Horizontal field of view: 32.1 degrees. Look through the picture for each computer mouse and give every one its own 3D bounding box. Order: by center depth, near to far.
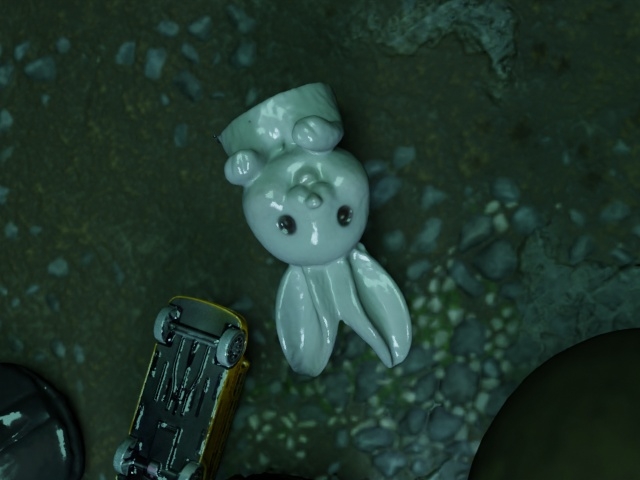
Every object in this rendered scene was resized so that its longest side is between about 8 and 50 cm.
[{"bbox_3d":[-0.321,0.213,0.912,0.269,0.086,0.138,-40,77,5],"label":"computer mouse"}]

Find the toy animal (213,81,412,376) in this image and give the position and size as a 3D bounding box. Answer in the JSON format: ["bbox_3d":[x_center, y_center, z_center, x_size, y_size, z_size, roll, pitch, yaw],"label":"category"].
[{"bbox_3d":[-0.003,-0.002,0.845,0.103,0.131,0.221,-18,83,-4],"label":"toy animal"}]

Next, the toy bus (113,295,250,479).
[{"bbox_3d":[-0.102,0.127,0.876,0.069,0.074,0.162,17,90,21],"label":"toy bus"}]

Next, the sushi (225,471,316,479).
[{"bbox_3d":[-0.040,0.287,0.823,0.136,0.126,0.225,7,80,15],"label":"sushi"}]

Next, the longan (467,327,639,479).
[{"bbox_3d":[0.246,0.218,0.687,0.288,0.288,0.350,-38,86,6],"label":"longan"}]
